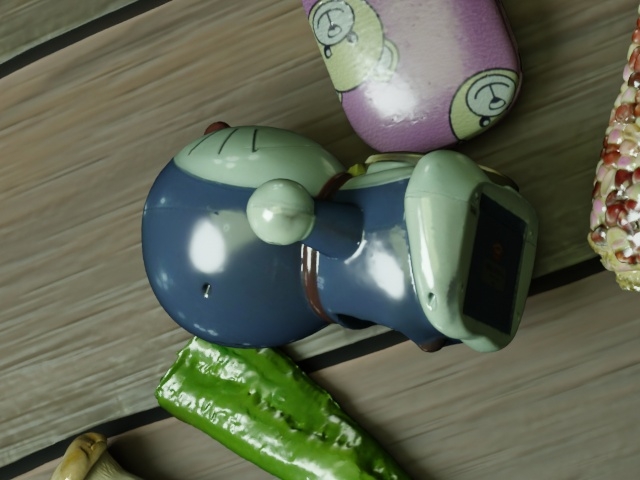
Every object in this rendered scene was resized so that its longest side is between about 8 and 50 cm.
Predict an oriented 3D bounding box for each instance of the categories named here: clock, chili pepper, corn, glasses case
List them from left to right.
[{"bbox_3d":[0.000,0.000,0.959,0.243,0.199,0.146,4,84,27],"label":"clock"},{"bbox_3d":[0.036,-0.209,1.017,0.123,0.076,0.316,-23,80,14],"label":"glasses case"},{"bbox_3d":[0.043,0.166,0.985,0.359,0.076,0.085,32,77,24],"label":"chili pepper"},{"bbox_3d":[0.232,-0.103,0.942,0.092,0.092,0.280,12,88,18],"label":"corn"}]

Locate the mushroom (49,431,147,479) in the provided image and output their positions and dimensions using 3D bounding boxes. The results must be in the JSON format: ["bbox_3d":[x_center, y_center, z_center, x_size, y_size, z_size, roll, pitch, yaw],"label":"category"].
[{"bbox_3d":[-0.108,0.220,1.022,0.212,0.097,0.088,47,110,15],"label":"mushroom"}]
